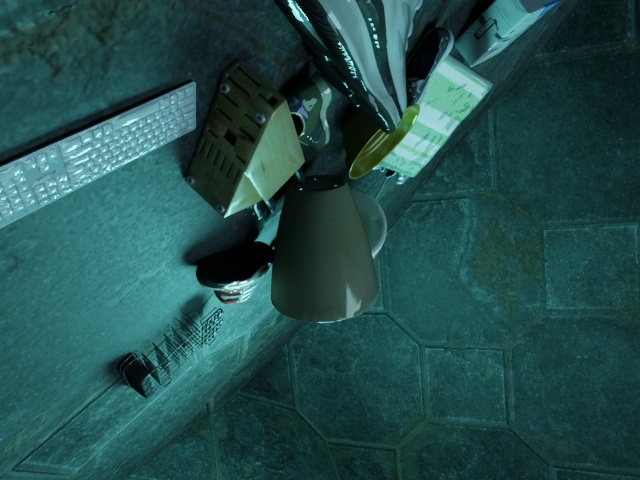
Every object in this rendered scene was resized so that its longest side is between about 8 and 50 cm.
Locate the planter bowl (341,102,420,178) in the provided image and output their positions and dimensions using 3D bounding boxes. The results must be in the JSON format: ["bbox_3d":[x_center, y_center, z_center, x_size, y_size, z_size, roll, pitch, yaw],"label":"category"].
[{"bbox_3d":[0.114,-0.247,1.090,0.217,0.090,0.217,-40,168,-10],"label":"planter bowl"}]

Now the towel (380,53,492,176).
[{"bbox_3d":[0.263,-0.320,1.263,0.248,0.038,0.325,14,127,-37],"label":"towel"}]

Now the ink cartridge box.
[{"bbox_3d":[0.460,-0.546,1.219,0.148,0.086,0.203,-33,177,-29],"label":"ink cartridge box"}]

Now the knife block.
[{"bbox_3d":[-0.078,-0.143,0.751,0.242,0.088,0.275,-35,163,-49],"label":"knife block"}]

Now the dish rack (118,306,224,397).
[{"bbox_3d":[-0.350,0.262,1.194,0.271,0.074,0.208,-43,169,-30],"label":"dish rack"}]

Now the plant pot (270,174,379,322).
[{"bbox_3d":[0.000,0.000,1.099,0.256,0.256,0.274,-34,127,-49],"label":"plant pot"}]

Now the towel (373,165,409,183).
[{"bbox_3d":[0.303,-0.319,1.481,0.284,0.121,0.235,-38,165,-38],"label":"towel"}]

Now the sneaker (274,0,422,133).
[{"bbox_3d":[0.111,-0.313,0.654,0.257,0.169,0.447,-47,167,7],"label":"sneaker"}]

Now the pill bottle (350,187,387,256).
[{"bbox_3d":[0.057,0.021,1.469,0.224,0.224,0.392,-44,168,-17],"label":"pill bottle"}]

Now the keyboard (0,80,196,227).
[{"bbox_3d":[-0.234,-0.097,0.519,0.256,0.014,0.072,-40,167,-34],"label":"keyboard"}]

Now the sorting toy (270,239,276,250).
[{"bbox_3d":[-0.126,0.039,1.321,0.102,0.042,0.061,-50,169,16],"label":"sorting toy"}]

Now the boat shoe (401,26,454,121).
[{"bbox_3d":[0.212,-0.368,1.089,0.076,0.080,0.228,-18,149,-52],"label":"boat shoe"}]

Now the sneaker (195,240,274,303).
[{"bbox_3d":[-0.206,0.096,1.097,0.145,0.090,0.270,-55,169,23],"label":"sneaker"}]

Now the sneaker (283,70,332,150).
[{"bbox_3d":[-0.033,-0.197,0.817,0.086,0.064,0.192,-37,166,-14],"label":"sneaker"}]
